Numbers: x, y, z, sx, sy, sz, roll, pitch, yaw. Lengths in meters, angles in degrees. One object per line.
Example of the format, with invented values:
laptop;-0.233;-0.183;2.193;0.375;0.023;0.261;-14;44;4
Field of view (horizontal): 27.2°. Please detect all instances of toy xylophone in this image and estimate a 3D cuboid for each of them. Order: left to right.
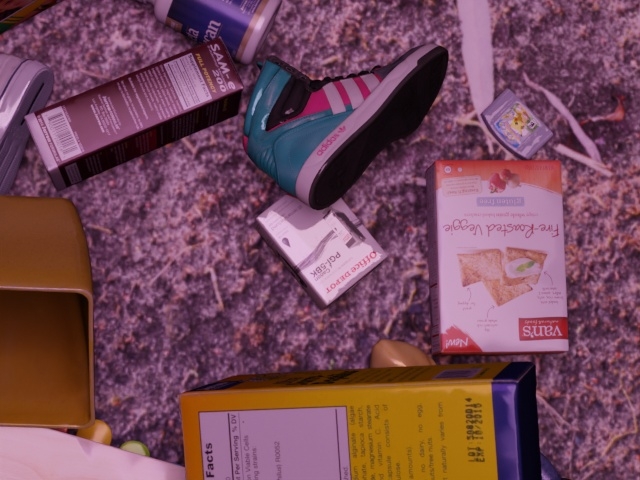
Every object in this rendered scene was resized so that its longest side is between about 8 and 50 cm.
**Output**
toy xylophone;-0.291;0.304;1.486;0.322;0.081;0.236;25;80;-3

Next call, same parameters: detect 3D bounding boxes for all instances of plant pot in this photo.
plant pot;-0.345;0.063;1.439;0.212;0.212;0.187;3;41;-5

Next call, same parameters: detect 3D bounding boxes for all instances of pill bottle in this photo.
pill bottle;-0.140;-0.285;1.576;0.169;0.094;0.094;26;80;-2

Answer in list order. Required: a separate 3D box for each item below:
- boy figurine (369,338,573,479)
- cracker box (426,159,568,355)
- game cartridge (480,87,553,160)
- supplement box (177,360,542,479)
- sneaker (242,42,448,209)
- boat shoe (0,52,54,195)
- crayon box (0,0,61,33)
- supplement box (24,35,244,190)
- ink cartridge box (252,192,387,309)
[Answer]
boy figurine;0.156;0.230;1.544;0.285;0.092;0.177;41;80;1
cracker box;0.211;0.022;1.589;0.155;0.067;0.232;-1;83;-6
game cartridge;0.242;-0.141;1.641;0.083;0.017;0.056;45;84;1
supplement box;0.050;0.240;1.413;0.356;0.195;0.194;-4;89;14
sneaker;0.010;-0.167;1.570;0.178;0.124;0.295;30;51;22
boat shoe;-0.392;-0.114;1.543;0.076;0.083;0.226;22;74;20
crayon box;-0.291;-0.369;1.460;0.363;0.313;0.106;-31;87;-9
supplement box;-0.213;-0.145;1.531;0.239;0.130;0.073;-23;85;-10
ink cartridge box;0.000;0.000;1.573;0.099;0.056;0.135;-39;88;-11
